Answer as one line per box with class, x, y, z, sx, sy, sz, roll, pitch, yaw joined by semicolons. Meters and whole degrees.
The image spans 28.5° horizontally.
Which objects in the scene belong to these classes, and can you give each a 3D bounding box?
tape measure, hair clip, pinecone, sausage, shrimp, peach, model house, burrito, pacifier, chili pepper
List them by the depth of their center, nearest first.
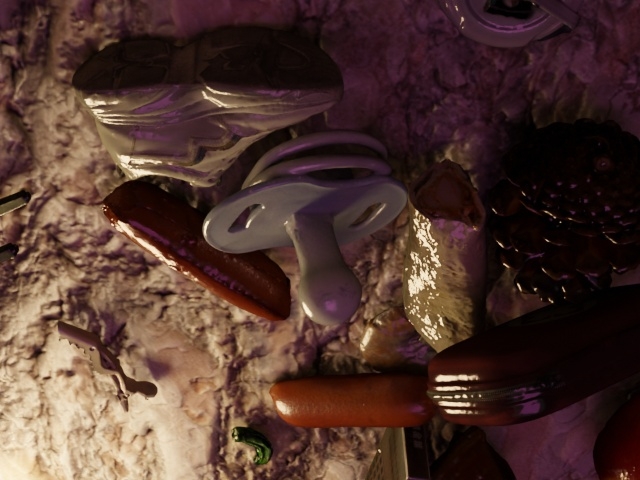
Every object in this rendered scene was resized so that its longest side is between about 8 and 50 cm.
tape measure;0.235;-0.327;1.520;0.236;0.120;0.197;10;133;-7
pacifier;0.000;0.000;1.701;0.299;0.233;0.244;-3;159;-30
pinecone;0.346;-0.021;1.734;0.246;0.246;0.292;-2;145;-2
sausage;-0.168;0.016;1.823;0.330;0.102;0.102;34;122;-29
burrito;0.181;0.036;1.823;0.105;0.143;0.299;-26;139;-20
shrimp;0.217;0.154;1.990;0.317;0.077;0.168;-9;132;12
hair clip;-0.341;0.195;2.020;0.072;0.034;0.226;-23;129;12
sausage;0.050;0.260;2.037;0.300;0.083;0.089;-7;143;26
peach;0.601;0.346;2.066;0.362;0.257;0.201;-31;122;33
model house;0.242;0.441;2.139;0.199;0.219;0.229;-36;127;2
chili pepper;-0.111;0.353;2.185;0.055;0.035;0.118;-7;144;20

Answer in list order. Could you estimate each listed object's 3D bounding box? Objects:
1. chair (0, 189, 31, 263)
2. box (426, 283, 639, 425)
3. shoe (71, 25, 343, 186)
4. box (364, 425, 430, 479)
chair;-0.555;-0.016;1.742;0.270;0.136;0.147;-23;129;18
box;0.342;0.154;1.783;0.404;0.108;0.263;-18;-177;-34
shoe;-0.136;-0.160;1.649;0.342;0.132;0.210;-3;137;5
box;0.119;0.438;2.175;0.047;0.180;0.325;8;131;-10
